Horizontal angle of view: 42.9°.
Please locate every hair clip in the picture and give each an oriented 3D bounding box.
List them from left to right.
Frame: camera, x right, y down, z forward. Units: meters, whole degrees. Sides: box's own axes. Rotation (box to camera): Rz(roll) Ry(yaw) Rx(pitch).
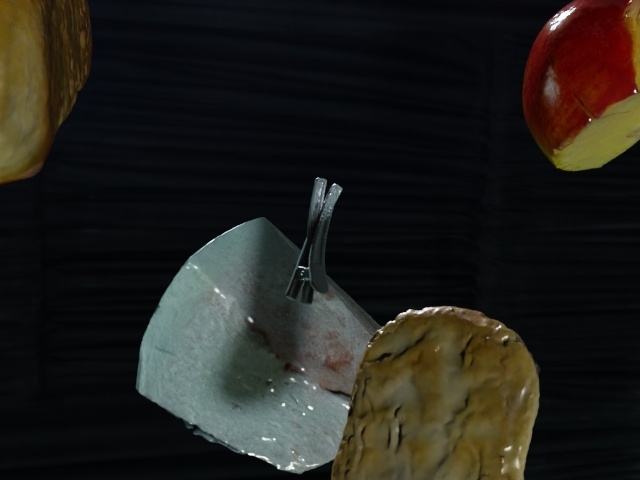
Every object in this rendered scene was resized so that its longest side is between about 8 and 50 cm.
[{"bbox_3d":[0.001,0.000,0.738,0.039,0.030,0.115,-3,72,45],"label":"hair clip"}]

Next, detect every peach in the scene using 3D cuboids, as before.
[{"bbox_3d":[0.201,-0.116,0.585,0.151,0.118,0.151,-49,11,13],"label":"peach"}]

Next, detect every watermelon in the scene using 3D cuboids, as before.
[{"bbox_3d":[-0.026,0.143,0.899,0.258,0.387,0.228,38,92,39],"label":"watermelon"}]

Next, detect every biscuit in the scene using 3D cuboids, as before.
[{"bbox_3d":[0.052,0.157,0.459,0.029,0.118,0.247,34,-113,-57],"label":"biscuit"}]

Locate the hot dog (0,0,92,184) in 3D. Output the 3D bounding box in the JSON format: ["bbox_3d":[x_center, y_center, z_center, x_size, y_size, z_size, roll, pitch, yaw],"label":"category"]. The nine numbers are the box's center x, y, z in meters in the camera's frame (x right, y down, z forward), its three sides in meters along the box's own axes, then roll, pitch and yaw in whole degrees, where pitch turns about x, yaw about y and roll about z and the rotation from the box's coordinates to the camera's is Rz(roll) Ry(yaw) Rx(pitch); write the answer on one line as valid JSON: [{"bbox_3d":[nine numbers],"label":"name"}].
[{"bbox_3d":[-0.275,-0.184,0.574,0.405,0.185,0.223,-118,22,-67],"label":"hot dog"}]
